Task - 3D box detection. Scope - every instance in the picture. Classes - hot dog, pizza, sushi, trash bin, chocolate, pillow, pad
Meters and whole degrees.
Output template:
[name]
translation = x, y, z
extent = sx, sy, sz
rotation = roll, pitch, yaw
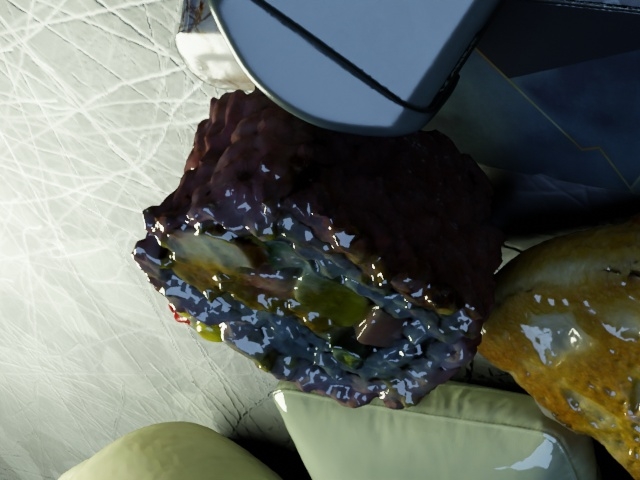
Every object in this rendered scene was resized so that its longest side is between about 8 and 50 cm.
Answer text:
[hot dog]
translation = -0.030, -0.154, 0.988
extent = 0.191, 0.059, 0.108
rotation = 5, 142, 34
[pizza]
translation = 0.299, 0.095, 0.941
extent = 0.409, 0.114, 0.277
rotation = 2, 131, 39
[sushi]
translation = 0.000, 0.000, 0.989
extent = 0.270, 0.171, 0.236
rotation = 31, 141, -18
[trash bin]
translation = 0.040, -0.183, 0.819
extent = 0.177, 0.101, 0.236
rotation = 37, 125, 2
[chocolate]
translation = -0.158, 0.370, 1.471
extent = 0.297, 0.314, 0.326
rotation = 33, 158, 49
[pillow]
translation = 0.125, 0.230, 1.227
extent = 0.322, 0.120, 0.255
rotation = 6, 135, 35
[pad]
translation = 0.147, -0.109, 0.935
extent = 0.243, 0.004, 0.163
rotation = 12, 138, 30

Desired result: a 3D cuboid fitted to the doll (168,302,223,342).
[doll]
translation = -0.078, 0.042, 1.234
extent = 0.245, 0.076, 0.142
rotation = -22, 114, 45
